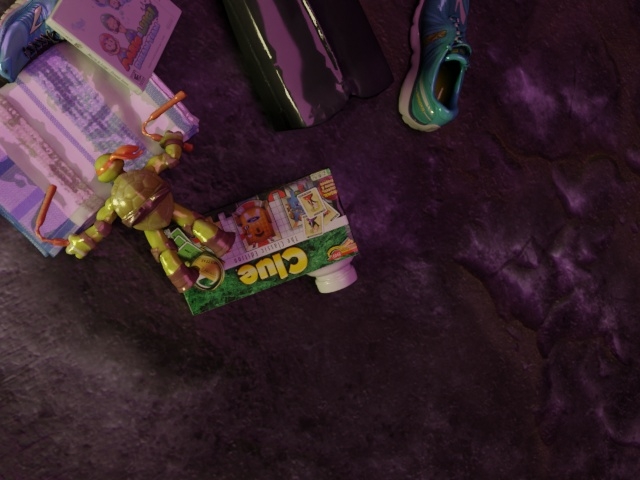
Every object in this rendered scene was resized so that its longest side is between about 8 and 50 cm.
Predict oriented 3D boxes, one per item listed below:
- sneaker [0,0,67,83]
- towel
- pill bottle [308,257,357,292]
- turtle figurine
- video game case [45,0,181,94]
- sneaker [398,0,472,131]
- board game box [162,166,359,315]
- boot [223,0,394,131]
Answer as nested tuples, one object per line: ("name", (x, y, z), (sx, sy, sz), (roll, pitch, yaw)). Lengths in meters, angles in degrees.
("sneaker", (-0.357, -0.268, 0.866), (0.073, 0.063, 0.162), (26, 79, -8))
("towel", (-0.325, -0.141, 0.912), (0.285, 0.034, 0.209), (-47, 110, -19))
("pill bottle", (0.000, 0.000, 1.055), (0.086, 0.086, 0.152), (-27, 103, -24))
("turtle figurine", (-0.213, -0.052, 0.900), (0.217, 0.087, 0.269), (46, 72, -19))
("video game case", (-0.266, -0.296, 0.905), (0.143, 0.019, 0.157), (38, 55, -35))
("sneaker", (0.215, -0.317, 1.147), (0.107, 0.110, 0.275), (11, 85, -27))
("board game box", (-0.086, 0.001, 0.987), (0.260, 0.030, 0.136), (-21, 103, -2))
("boot", (0.010, -0.427, 1.012), (0.367, 0.146, 0.445), (-28, 100, -14))
